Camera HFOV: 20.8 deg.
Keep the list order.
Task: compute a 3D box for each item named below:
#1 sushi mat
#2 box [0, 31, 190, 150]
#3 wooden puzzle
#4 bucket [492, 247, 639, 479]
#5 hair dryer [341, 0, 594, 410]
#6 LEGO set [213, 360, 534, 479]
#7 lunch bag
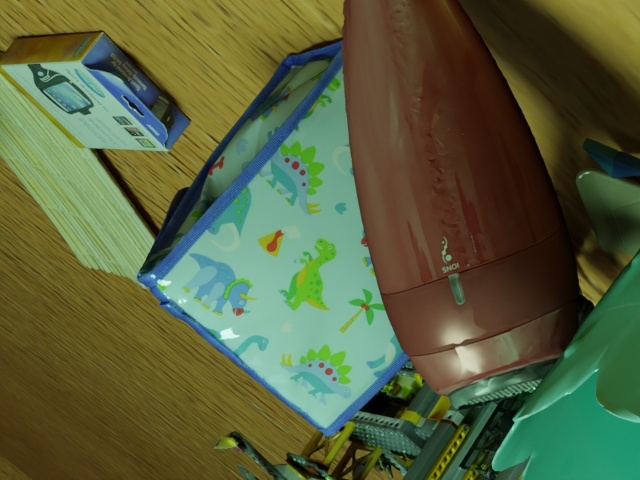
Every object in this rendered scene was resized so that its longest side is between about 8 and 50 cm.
[{"bbox_3d":[-0.190,-0.046,1.282,0.151,0.019,0.316,22,157,33],"label":"sushi mat"},{"bbox_3d":[-0.138,-0.091,1.070,0.081,0.028,0.136,46,156,-29],"label":"box"},{"bbox_3d":[0.156,-0.006,0.789,0.079,0.014,0.116,21,157,26],"label":"wooden puzzle"},{"bbox_3d":[0.217,0.068,0.594,0.281,0.183,0.281,31,162,11],"label":"bucket"},{"bbox_3d":[0.070,0.007,0.758,0.223,0.080,0.293,-96,-15,-62],"label":"hair dryer"},{"bbox_3d":[0.098,0.212,1.136,0.331,0.192,0.255,11,150,52],"label":"LEGO set"},{"bbox_3d":[0.000,0.000,0.853,0.129,0.151,0.096,41,161,-17],"label":"lunch bag"}]
